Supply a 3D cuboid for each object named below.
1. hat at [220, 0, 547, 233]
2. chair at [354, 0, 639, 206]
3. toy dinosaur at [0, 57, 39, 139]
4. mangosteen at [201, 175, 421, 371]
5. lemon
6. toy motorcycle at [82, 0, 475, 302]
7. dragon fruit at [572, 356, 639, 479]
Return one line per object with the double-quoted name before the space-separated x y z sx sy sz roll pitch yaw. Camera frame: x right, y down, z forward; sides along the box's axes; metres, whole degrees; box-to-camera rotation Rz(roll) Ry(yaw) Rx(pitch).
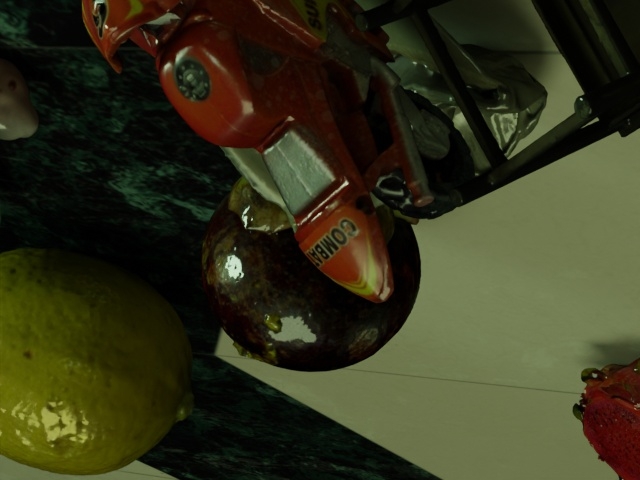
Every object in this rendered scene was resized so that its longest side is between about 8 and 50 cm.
"hat" 0.031 -0.126 0.871 0.214 0.149 0.245 -30 93 39
"chair" 0.178 -0.137 0.702 0.260 0.141 0.154 -25 173 -29
"toy dinosaur" -0.342 -0.128 0.994 0.194 0.177 0.152 46 157 1
"mangosteen" 0.000 0.000 1.029 0.192 0.192 0.217 16 134 -5
"lemon" -0.288 0.129 1.367 0.319 0.245 0.245 20 155 3
"toy motorcycle" -0.035 -0.108 0.726 0.298 0.171 0.089 47 128 -3
"dragon fruit" 0.361 0.198 1.313 0.207 0.150 0.133 25 -177 -35
